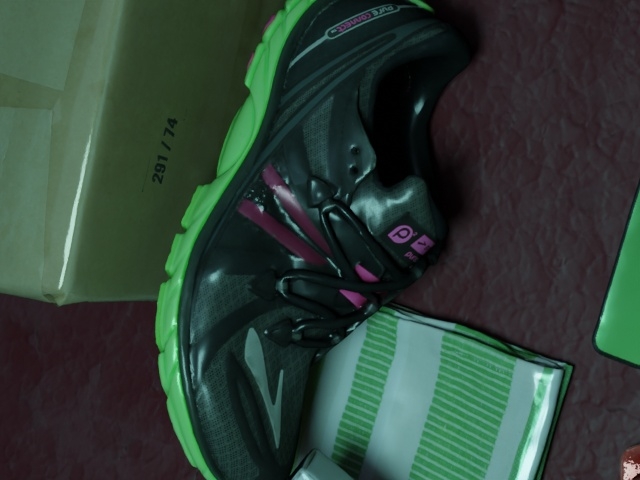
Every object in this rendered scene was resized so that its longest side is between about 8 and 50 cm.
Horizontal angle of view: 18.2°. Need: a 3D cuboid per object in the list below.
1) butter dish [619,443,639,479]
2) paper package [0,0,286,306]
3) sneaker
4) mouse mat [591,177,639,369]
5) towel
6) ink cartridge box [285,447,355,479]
[{"bbox_3d":[0.305,0.243,1.620,0.160,0.118,0.160,-6,86,30],"label":"butter dish"},{"bbox_3d":[-0.183,-0.112,1.813,0.168,0.309,0.325,13,96,28],"label":"paper package"},{"bbox_3d":[0.000,0.000,1.748,0.202,0.185,0.483,15,87,29],"label":"sneaker"},{"bbox_3d":[0.320,0.028,1.685,0.152,0.007,0.190,20,99,30],"label":"mouse mat"},{"bbox_3d":[0.054,0.176,1.820,0.325,0.038,0.248,18,98,30],"label":"towel"},{"bbox_3d":[0.078,0.364,1.736,0.371,0.069,0.176,41,110,1],"label":"ink cartridge box"}]
